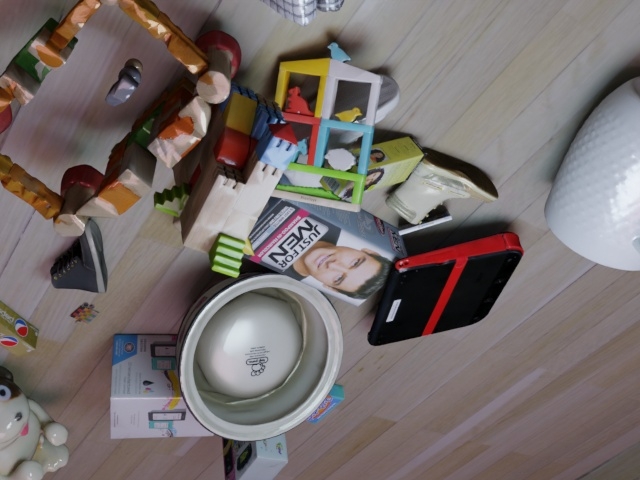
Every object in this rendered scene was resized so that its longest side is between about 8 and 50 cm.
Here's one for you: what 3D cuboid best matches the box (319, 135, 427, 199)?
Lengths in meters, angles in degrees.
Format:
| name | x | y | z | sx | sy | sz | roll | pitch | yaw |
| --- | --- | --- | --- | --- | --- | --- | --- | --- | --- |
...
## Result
| name | x | y | z | sx | sy | sz | roll | pitch | yaw |
| --- | --- | --- | --- | --- | --- | --- | --- | --- | --- |
| box | 0.109 | -0.146 | 1.484 | 0.232 | 0.058 | 0.087 | -21 | 155 | -42 |

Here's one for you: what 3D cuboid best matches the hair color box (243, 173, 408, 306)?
| name | x | y | z | sx | sy | sz | roll | pitch | yaw |
| --- | --- | --- | --- | --- | --- | --- | --- | --- | --- |
| hair color box | 0.000 | 0.000 | 1.665 | 0.374 | 0.114 | 0.185 | 26 | 126 | -33 |

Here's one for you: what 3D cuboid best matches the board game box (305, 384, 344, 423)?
| name | x | y | z | sx | sy | sz | roll | pitch | yaw |
| --- | --- | --- | --- | --- | --- | --- | --- | --- | --- |
| board game box | -0.059 | 0.470 | 2.204 | 0.210 | 0.047 | 0.160 | 19 | 130 | -29 |

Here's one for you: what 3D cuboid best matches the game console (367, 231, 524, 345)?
| name | x | y | z | sx | sy | sz | roll | pitch | yaw |
| --- | --- | --- | --- | --- | --- | --- | --- | --- | --- |
| game console | 0.300 | 0.125 | 1.826 | 0.342 | 0.060 | 0.387 | -10 | 147 | -14 |

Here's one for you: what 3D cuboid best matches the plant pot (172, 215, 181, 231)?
| name | x | y | z | sx | sy | sz | roll | pitch | yaw |
| --- | --- | --- | --- | --- | --- | --- | --- | --- | --- |
| plant pot | -0.249 | -0.055 | 1.572 | 0.096 | 0.109 | 0.109 | -18 | 138 | 27 |

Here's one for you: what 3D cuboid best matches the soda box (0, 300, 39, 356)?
| name | x | y | z | sx | sy | sz | roll | pitch | yaw |
| --- | --- | --- | --- | --- | --- | --- | --- | --- | --- |
| soda box | -0.758 | 0.202 | 1.773 | 0.058 | 0.061 | 0.181 | -22 | 136 | 13 |

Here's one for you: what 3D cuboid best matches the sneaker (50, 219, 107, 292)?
| name | x | y | z | sx | sy | sz | roll | pitch | yaw |
| --- | --- | --- | --- | --- | --- | --- | --- | --- | --- |
| sneaker | -0.539 | 0.044 | 1.630 | 0.118 | 0.083 | 0.222 | -1 | 138 | -9 |

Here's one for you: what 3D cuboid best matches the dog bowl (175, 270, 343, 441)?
| name | x | y | z | sx | sy | sz | roll | pitch | yaw |
| --- | --- | --- | --- | --- | --- | --- | --- | --- | --- |
| dog bowl | -0.158 | 0.256 | 1.761 | 0.408 | 0.150 | 0.408 | -7 | 105 | -26 |

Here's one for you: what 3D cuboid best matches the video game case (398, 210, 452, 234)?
| name | x | y | z | sx | sy | sz | roll | pitch | yaw |
| --- | --- | --- | --- | --- | --- | --- | --- | --- | --- |
| video game case | 0.237 | -0.040 | 1.697 | 0.122 | 0.087 | 0.011 | -17 | 97 | 7 |

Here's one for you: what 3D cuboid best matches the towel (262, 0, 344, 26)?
| name | x | y | z | sx | sy | sz | roll | pitch | yaw |
| --- | --- | --- | --- | --- | --- | --- | --- | --- | --- |
| towel | -0.081 | -0.470 | 1.045 | 0.121 | 0.283 | 0.235 | -35 | 147 | -19 |

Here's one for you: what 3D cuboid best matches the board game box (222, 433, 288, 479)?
| name | x | y | z | sx | sy | sz | roll | pitch | yaw |
| --- | --- | --- | --- | --- | --- | --- | --- | --- | --- |
| board game box | -0.188 | 0.513 | 2.035 | 0.097 | 0.303 | 0.224 | 15 | 131 | -25 |

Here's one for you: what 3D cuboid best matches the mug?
| name | x | y | z | sx | sy | sz | roll | pitch | yaw |
| --- | --- | --- | --- | --- | --- | --- | --- | --- | --- |
| mug | 0.646 | -0.119 | 1.474 | 0.276 | 0.374 | 0.328 | 5 | 129 | -8 |

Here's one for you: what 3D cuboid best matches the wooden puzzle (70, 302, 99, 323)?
| name | x | y | z | sx | sy | sz | roll | pitch | yaw |
| --- | --- | --- | --- | --- | --- | --- | --- | --- | --- |
| wooden puzzle | -0.579 | 0.181 | 1.826 | 0.083 | 0.006 | 0.049 | -37 | 131 | 26 |

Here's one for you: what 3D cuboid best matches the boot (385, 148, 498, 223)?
| name | x | y | z | sx | sy | sz | roll | pitch | yaw |
| --- | --- | --- | --- | --- | --- | --- | --- | --- | --- |
| boot | 0.268 | -0.099 | 1.639 | 0.213 | 0.077 | 0.165 | 20 | 129 | -22 |

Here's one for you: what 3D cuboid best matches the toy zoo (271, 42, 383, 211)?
| name | x | y | z | sx | sy | sz | roll | pitch | yaw |
| --- | --- | --- | --- | --- | --- | --- | --- | --- | --- |
| toy zoo | 0.004 | -0.213 | 1.362 | 0.192 | 0.030 | 0.293 | 11 | 98 | 15 |

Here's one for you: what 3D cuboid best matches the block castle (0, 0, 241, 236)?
| name | x | y | z | sx | sy | sz | roll | pitch | yaw |
| --- | --- | --- | --- | --- | --- | --- | --- | --- | --- |
| block castle | -0.376 | -0.249 | 1.265 | 0.453 | 0.213 | 0.303 | -39 | 119 | 19 |

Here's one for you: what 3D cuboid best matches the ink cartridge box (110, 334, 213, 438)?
| name | x | y | z | sx | sy | sz | roll | pitch | yaw |
| --- | --- | --- | --- | --- | --- | --- | --- | --- | --- |
| ink cartridge box | -0.403 | 0.379 | 1.931 | 0.270 | 0.198 | 0.197 | 2 | 135 | -14 |

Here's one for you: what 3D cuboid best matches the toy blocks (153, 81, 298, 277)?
| name | x | y | z | sx | sy | sz | roll | pitch | yaw |
| --- | --- | --- | --- | --- | --- | --- | --- | --- | --- |
| toy blocks | -0.158 | -0.153 | 1.327 | 0.190 | 0.381 | 0.261 | 20 | 114 | -25 |

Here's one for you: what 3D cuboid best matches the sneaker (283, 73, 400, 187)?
| name | x | y | z | sx | sy | sz | roll | pitch | yaw |
| --- | --- | --- | --- | --- | --- | --- | --- | --- | --- |
| sneaker | 0.040 | -0.208 | 1.473 | 0.292 | 0.108 | 0.169 | -24 | 147 | 13 |

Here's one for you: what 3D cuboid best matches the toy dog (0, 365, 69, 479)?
| name | x | y | z | sx | sy | sz | roll | pitch | yaw |
| --- | --- | --- | --- | --- | --- | --- | --- | --- | --- |
| toy dog | -0.863 | 0.507 | 1.967 | 0.395 | 0.284 | 0.408 | 29 | 137 | 12 |
